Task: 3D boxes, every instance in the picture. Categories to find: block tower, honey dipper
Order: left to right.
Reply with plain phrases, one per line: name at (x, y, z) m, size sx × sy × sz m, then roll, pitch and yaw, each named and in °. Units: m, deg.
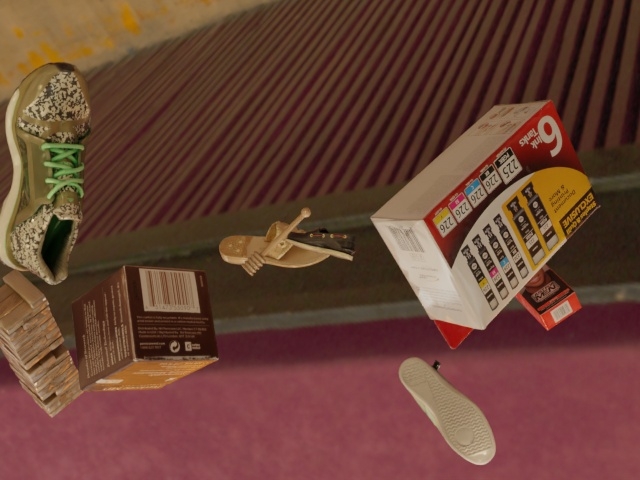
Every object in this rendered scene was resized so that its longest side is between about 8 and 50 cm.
block tower at (-0.538, 0.201, 1.701) m, size 0.091 × 0.097 × 0.335 m, roll 34°, pitch 148°, yaw 25°
honey dipper at (-0.079, -0.002, 1.653) m, size 0.160 × 0.030 × 0.030 m, roll -46°, pitch 104°, yaw -2°

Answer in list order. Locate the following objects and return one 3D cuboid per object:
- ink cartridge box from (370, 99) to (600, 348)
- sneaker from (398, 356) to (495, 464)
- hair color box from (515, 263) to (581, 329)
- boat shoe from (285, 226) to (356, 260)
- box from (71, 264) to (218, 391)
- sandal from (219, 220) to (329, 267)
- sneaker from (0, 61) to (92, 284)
ink cartridge box at (0.275, -0.018, 1.395) m, size 0.130 × 0.309 × 0.272 m, roll 6°, pitch 133°, yaw 57°
sneaker at (0.268, 0.342, 1.862) m, size 0.094 × 0.151 × 0.256 m, roll -41°, pitch 77°, yaw 4°
hair color box at (0.370, 0.083, 1.536) m, size 0.072 × 0.141 × 0.043 m, roll -34°, pitch 125°, yaw -1°
boat shoe at (0.001, 0.000, 1.446) m, size 0.133 × 0.042 × 0.049 m, roll 10°, pitch 173°, yaw 38°
box at (-0.307, 0.156, 1.577) m, size 0.168 × 0.167 × 0.203 m, roll 5°, pitch 155°, yaw -40°
sandal at (-0.093, -0.001, 1.833) m, size 0.240 × 0.088 × 0.079 m, roll -3°, pitch 141°, yaw 9°
sneaker at (-0.454, -0.103, 1.589) m, size 0.182 × 0.158 × 0.410 m, roll 33°, pitch 119°, yaw 40°
